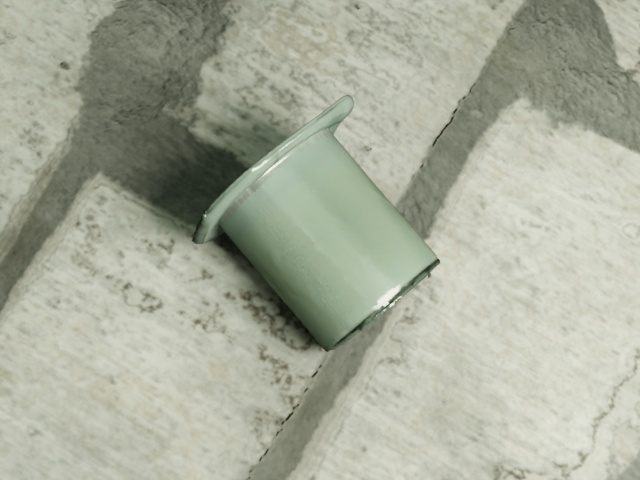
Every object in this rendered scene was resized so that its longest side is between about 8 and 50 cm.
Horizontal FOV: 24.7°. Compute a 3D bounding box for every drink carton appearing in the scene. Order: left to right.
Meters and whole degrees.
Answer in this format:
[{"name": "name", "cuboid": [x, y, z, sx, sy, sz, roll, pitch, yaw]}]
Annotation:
[{"name": "drink carton", "cuboid": [0.000, 0.000, 1.459, 0.191, 0.185, 0.189, -38, 89, -22]}]
